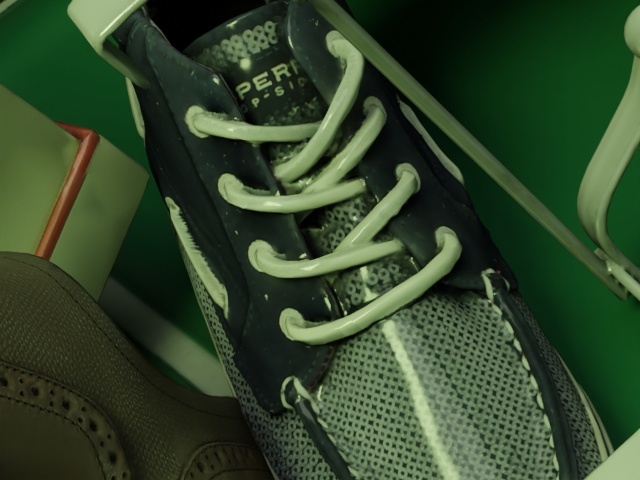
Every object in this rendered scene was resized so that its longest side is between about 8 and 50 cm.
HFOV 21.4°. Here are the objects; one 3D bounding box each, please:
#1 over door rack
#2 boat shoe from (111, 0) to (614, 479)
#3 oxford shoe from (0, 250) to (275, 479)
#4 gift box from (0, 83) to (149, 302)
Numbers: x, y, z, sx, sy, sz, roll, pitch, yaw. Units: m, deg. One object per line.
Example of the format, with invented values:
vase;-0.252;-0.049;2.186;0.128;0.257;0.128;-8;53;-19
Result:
over door rack;0.119;0.011;0.497;0.108;0.324;0.239;-54;48;14
boat shoe;0.000;0.000;0.642;0.127;0.158;0.340;-29;48;-7
oxford shoe;-0.142;0.061;0.505;0.130;0.364;0.132;-21;58;28
gift box;-0.251;0.033;0.637;0.255;0.258;0.276;21;82;31
